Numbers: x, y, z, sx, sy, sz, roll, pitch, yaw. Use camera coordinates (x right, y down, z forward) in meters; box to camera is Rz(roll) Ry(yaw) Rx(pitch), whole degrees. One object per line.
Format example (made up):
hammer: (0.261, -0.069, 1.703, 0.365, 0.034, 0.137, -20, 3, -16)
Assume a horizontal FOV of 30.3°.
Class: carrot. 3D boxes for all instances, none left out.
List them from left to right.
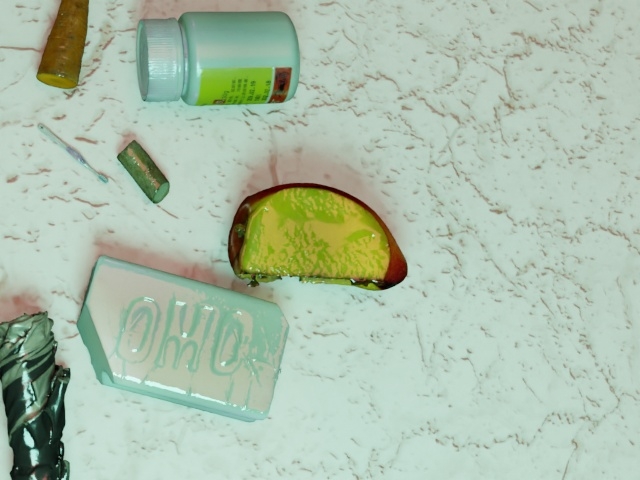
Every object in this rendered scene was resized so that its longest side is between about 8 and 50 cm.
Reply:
carrot: (-0.370, -0.329, 1.746, 0.061, 0.061, 0.210, 12, 73, -13)

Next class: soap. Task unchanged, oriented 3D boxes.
soap: (-0.201, 0.142, 1.682, 0.289, 0.095, 0.173, 17, 75, -12)

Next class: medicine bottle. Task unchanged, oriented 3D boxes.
medicine bottle: (-0.152, -0.269, 1.748, 0.225, 0.139, 0.139, -3, 81, -17)

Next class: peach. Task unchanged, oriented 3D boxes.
peach: (-0.002, -0.006, 1.730, 0.267, 0.159, 0.154, 3, 90, -13)

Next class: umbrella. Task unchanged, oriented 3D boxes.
umbrella: (-0.376, 0.275, 1.607, 0.106, 0.113, 0.358, -8, 88, -2)

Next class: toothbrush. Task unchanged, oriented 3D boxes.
toothbrush: (-0.362, -0.127, 1.730, 0.131, 0.013, 0.011, 39, 67, -3)

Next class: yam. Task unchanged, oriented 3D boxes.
yam: (-0.258, -0.100, 1.738, 0.043, 0.043, 0.094, -39, 90, -18)
